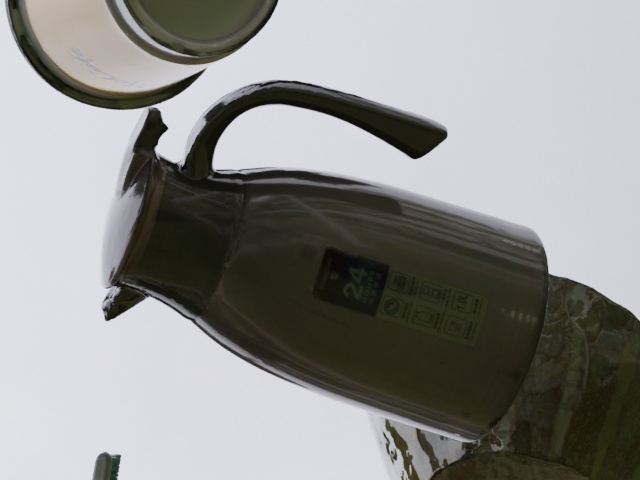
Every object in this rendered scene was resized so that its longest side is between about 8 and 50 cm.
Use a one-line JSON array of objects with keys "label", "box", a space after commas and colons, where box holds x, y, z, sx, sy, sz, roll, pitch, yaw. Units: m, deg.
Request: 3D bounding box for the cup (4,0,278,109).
[{"label": "cup", "box": [-0.138, -0.203, 1.464, 0.196, 0.280, 0.196, -1, -87, -22]}]

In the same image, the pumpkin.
[{"label": "pumpkin", "box": [0.116, 0.134, 1.108, 0.217, 0.110, 0.217, 8, -60, 14]}]

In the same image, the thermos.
[{"label": "thermos", "box": [0.000, 0.000, 0.818, 0.193, 0.105, 0.137, 19, -75, -15]}]

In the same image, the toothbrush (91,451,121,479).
[{"label": "toothbrush", "box": [-0.140, 0.228, 1.104, 0.022, 0.017, 0.204, 4, -87, -53]}]
